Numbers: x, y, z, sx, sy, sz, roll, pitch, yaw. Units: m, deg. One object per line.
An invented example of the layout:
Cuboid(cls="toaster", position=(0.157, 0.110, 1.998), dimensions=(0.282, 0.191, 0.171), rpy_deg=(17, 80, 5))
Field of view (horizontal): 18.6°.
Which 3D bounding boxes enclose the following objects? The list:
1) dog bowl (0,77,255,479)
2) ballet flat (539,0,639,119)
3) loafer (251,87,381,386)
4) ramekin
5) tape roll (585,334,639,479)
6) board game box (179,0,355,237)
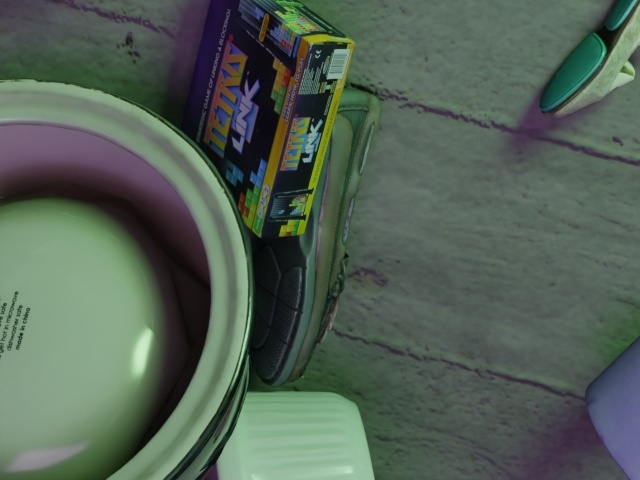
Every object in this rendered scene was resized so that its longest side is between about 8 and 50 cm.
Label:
Cuboid(cls="dog bowl", position=(-0.238, 0.083, 1.538), dimensions=(0.408, 0.408, 0.150), rpy_deg=(-6, 155, 7))
Cuboid(cls="ballet flat", position=(0.241, -0.153, 1.551), dimensions=(0.052, 0.057, 0.168), rpy_deg=(28, 115, -19))
Cuboid(cls="loafer", position=(0.000, 0.000, 1.624), dimensions=(0.084, 0.096, 0.267), rpy_deg=(-6, 118, -28))
Cuboid(cls="ramekin", position=(-0.014, 0.252, 1.654), dimensions=(0.127, 0.273, 0.272), rpy_deg=(-9, 114, -3))
Cuboid(cls="tape roll", position=(0.315, 0.161, 1.615), dimensions=(0.189, 0.189, 0.080), rpy_deg=(37, 112, -12))
Cuboid(cls="board game box", position=(-0.048, -0.109, 1.549), dimensions=(0.048, 0.141, 0.170), rpy_deg=(-5, 122, -37))
